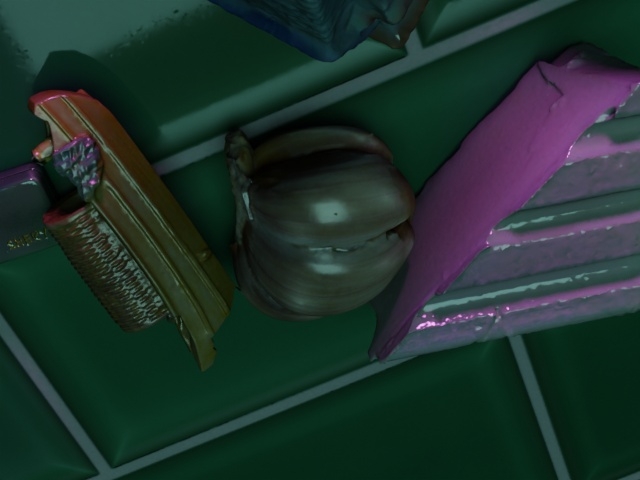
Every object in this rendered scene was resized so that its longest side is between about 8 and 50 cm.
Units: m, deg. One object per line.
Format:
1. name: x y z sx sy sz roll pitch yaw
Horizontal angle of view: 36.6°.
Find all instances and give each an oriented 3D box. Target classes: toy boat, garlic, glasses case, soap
1. toy boat: -0.184 -0.003 0.915 0.115 0.089 0.310 -38 119 -11
2. garlic: 0.000 0.000 0.925 0.191 0.160 0.214 3 116 -5
3. glasses case: -0.341 -0.010 0.927 0.184 0.039 0.078 -18 121 1
4. soap: 0.161 -0.040 0.928 0.302 0.159 0.258 -13 125 -5

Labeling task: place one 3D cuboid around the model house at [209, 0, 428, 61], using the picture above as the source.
1. model house: 0.005 -0.295 0.741 0.251 0.329 0.295 27 91 15
